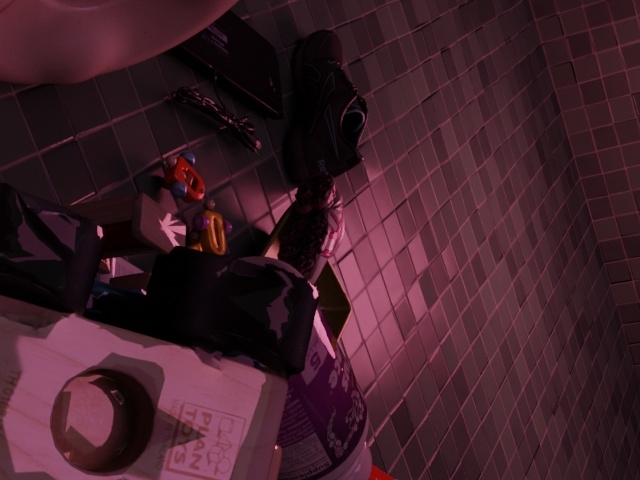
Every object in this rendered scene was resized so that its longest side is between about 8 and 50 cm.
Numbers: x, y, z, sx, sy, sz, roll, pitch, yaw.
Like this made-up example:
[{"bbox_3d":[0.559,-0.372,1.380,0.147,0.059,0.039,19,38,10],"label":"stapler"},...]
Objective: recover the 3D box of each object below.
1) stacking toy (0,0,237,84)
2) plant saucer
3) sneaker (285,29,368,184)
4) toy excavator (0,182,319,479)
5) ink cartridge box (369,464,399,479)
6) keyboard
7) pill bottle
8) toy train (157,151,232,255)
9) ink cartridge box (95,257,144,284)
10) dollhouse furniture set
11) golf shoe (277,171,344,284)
[{"bbox_3d":[-0.268,-0.415,0.951,0.351,0.351,0.479,5,57,-60],"label":"stacking toy"},{"bbox_3d":[-0.039,0.075,1.349,0.188,0.045,0.188,63,32,-24],"label":"plant saucer"},{"bbox_3d":[0.021,-0.196,1.504,0.101,0.106,0.267,39,45,-47],"label":"sneaker"},{"bbox_3d":[-0.154,0.142,0.771,0.433,0.445,0.222,20,75,-27],"label":"toy excavator"},{"bbox_3d":[0.141,0.447,1.520,0.232,0.066,0.189,48,40,-49],"label":"ink cartridge box"},{"bbox_3d":[-0.140,-0.223,1.301,0.317,0.033,0.201,29,48,-53],"label":"keyboard"},{"bbox_3d":[-0.043,0.173,1.156,0.301,0.169,0.169,65,29,-42],"label":"pill bottle"},{"bbox_3d":[-0.156,-0.011,1.177,0.125,0.046,0.166,47,38,-42],"label":"toy train"},{"bbox_3d":[-0.190,0.127,1.074,0.224,0.056,0.180,53,32,-70],"label":"ink cartridge box"},{"bbox_3d":[-0.225,0.036,0.862,0.129,0.184,0.129,43,42,-60],"label":"dollhouse furniture set"},{"bbox_3d":[0.000,0.000,1.329,0.086,0.068,0.186,57,34,-35],"label":"golf shoe"}]
